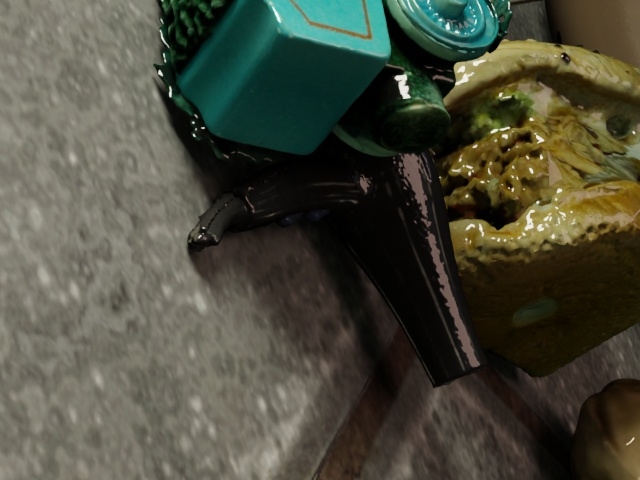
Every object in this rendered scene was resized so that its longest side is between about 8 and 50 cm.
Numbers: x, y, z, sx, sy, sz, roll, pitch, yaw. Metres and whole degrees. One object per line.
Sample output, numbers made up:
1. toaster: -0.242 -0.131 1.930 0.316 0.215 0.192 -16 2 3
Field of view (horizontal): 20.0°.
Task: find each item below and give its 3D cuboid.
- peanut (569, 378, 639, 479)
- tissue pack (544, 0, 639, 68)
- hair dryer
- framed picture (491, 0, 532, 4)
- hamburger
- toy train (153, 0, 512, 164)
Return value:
1. peanut: 0.298 0.195 1.314 0.340 0.158 0.174 14 78 -57
2. tissue pack: 0.349 -0.140 1.572 0.277 0.267 0.387 21 53 -64
3. hair dryer: 0.000 0.000 0.984 0.219 0.075 0.195 -13 78 -55
4. framed picture: 0.088 -0.293 1.191 0.211 0.020 0.289 -18 90 -51
5. hamburger: 0.157 -0.030 1.193 0.288 0.192 0.167 28 35 -56
6. toy train: -0.001 -0.137 0.966 0.163 0.112 0.203 11 49 -28
